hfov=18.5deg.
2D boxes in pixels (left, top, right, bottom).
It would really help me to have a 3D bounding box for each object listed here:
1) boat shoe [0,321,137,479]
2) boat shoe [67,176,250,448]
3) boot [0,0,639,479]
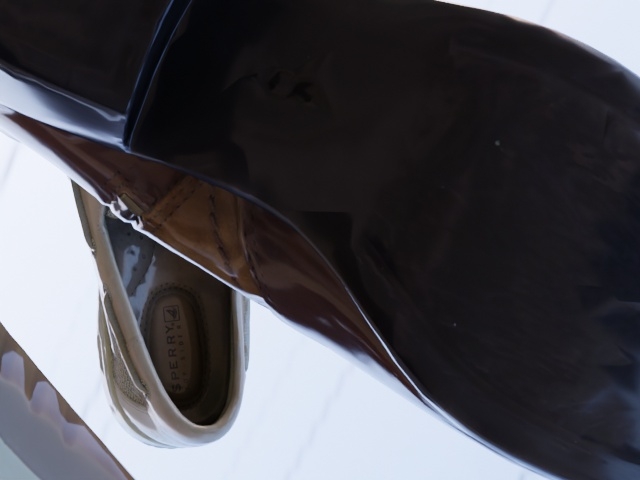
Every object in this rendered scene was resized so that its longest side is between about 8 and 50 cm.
[{"bbox_3d":[-0.120,0.021,0.325,0.110,0.341,0.122,-42,-155,-10],"label":"boat shoe"},{"bbox_3d":[-0.089,-0.035,1.083,0.098,0.109,0.302,161,-78,-73],"label":"boat shoe"},{"bbox_3d":[0.000,0.000,0.588,0.280,0.264,0.096,118,-4,-81],"label":"boot"}]
